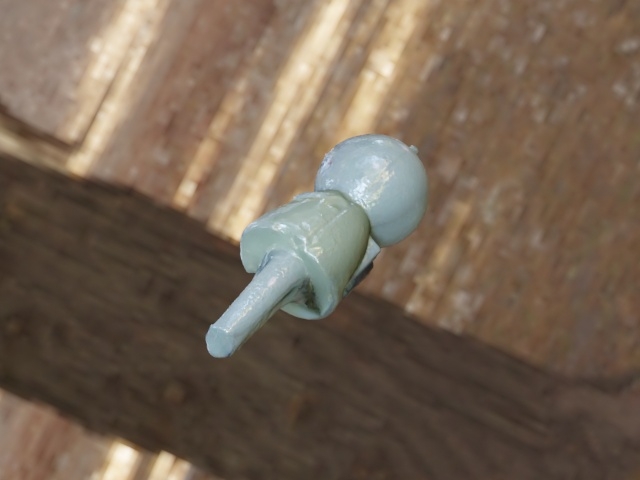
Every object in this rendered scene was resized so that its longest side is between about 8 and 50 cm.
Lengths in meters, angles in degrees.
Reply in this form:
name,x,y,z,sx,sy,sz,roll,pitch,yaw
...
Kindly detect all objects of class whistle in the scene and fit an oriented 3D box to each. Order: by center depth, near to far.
name,x,y,z,sx,sy,sz,roll,pitch,yaw
whistle,0.000,0.000,0.547,0.100,0.035,0.035,-45,-4,-37
